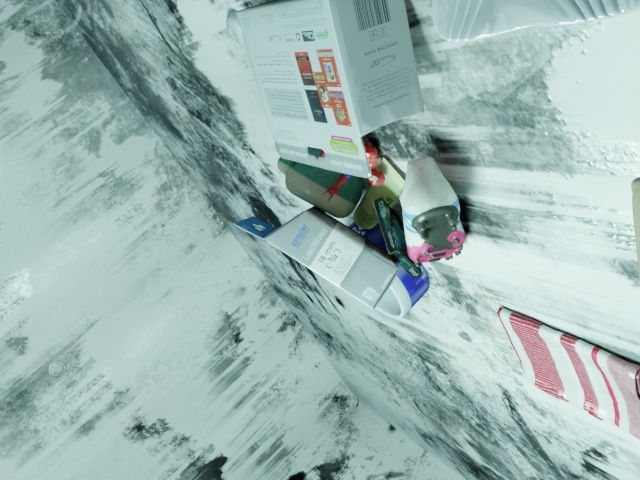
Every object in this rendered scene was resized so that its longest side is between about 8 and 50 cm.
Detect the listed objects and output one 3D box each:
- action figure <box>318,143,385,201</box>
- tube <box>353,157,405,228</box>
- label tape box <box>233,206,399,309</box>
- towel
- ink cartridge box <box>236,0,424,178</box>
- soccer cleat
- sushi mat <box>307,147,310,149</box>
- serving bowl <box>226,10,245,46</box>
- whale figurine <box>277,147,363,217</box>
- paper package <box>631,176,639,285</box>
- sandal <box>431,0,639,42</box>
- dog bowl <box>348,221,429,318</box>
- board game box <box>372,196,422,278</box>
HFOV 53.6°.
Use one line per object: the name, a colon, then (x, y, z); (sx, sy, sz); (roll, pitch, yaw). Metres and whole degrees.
action figure: (0.010, -0.199, 1.298); (0.280, 0.139, 0.091); (47, 166, 8)
tube: (0.130, -0.094, 1.388); (0.070, 0.062, 0.240); (11, 158, -10)
label tape box: (0.000, 0.000, 1.371); (0.333, 0.106, 0.240); (32, -174, 0)
towel: (0.512, 0.270, 1.273); (0.329, 0.037, 0.237); (25, 151, 55)
ink cartridge box: (0.014, -0.265, 1.037); (0.309, 0.130, 0.272); (25, 135, 56)
soccer cleat: (0.213, -0.052, 1.215); (0.331, 0.115, 0.143); (65, -168, -71)
sushi mat: (-0.036, -0.190, 1.662); (0.151, 0.019, 0.317); (29, 156, 47)
serving bowl: (-0.181, -0.461, 1.396); (0.083, 0.027, 0.083); (44, 163, 17)
whale figurine: (0.006, -0.154, 1.466); (0.216, 0.141, 0.272); (28, -171, -17)
paper package: (0.444, 0.086, 0.513); (0.309, 0.168, 0.325); (7, 112, 57)
sandal: (0.233, -0.271, 0.658); (0.265, 0.076, 0.102); (7, 114, 51)
dog bowl: (0.150, 0.070, 1.630); (0.265, 0.104, 0.265); (43, 163, 16)
board game box: (0.166, -0.003, 1.355); (0.186, 0.026, 0.126); (39, -148, -60)
